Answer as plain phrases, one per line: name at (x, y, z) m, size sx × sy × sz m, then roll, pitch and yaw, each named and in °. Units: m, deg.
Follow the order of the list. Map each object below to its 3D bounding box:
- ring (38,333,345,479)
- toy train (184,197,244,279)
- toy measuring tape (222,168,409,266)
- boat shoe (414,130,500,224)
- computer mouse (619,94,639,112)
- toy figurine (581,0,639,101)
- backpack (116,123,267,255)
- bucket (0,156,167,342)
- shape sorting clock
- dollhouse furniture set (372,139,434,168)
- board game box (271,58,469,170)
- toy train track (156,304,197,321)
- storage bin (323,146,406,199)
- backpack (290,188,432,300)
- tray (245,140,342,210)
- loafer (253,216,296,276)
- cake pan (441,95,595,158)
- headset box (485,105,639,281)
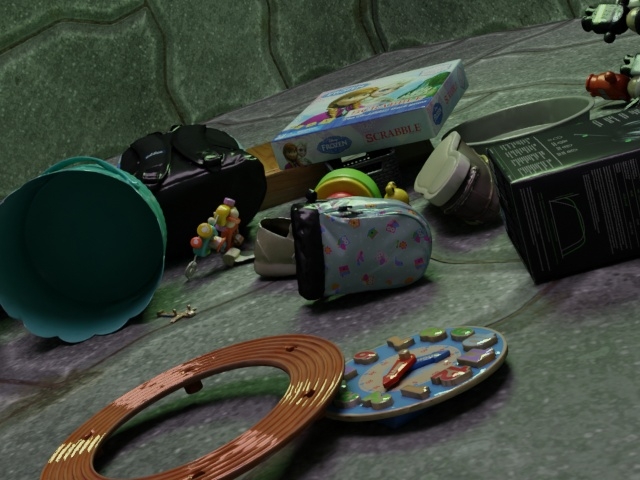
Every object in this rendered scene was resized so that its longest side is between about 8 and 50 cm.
ring at (-0.128, 0.191, 1.055) m, size 0.337 × 0.032 × 0.336 m, roll -20°, pitch 16°, yaw 6°
toy train at (-0.169, 0.001, 1.751) m, size 0.046 × 0.125 × 0.166 m, roll 22°, pitch 35°, yaw 13°
toy measuring tape at (-0.018, -0.045, 1.679) m, size 0.330 × 0.121 × 0.121 m, roll -13°, pitch 15°, yaw 16°
boat shoe at (0.223, -0.097, 1.636) m, size 0.116 × 0.097 × 0.324 m, roll -56°, pitch 6°, yaw 11°
computer mouse at (0.586, -0.224, 1.687) m, size 0.188 × 0.072 × 0.272 m, roll -50°, pitch 7°, yaw 12°
toy figurine at (0.630, -0.385, 2.024) m, size 0.209 × 0.213 × 0.148 m, roll -26°, pitch 26°, yaw -39°
backpack at (-0.263, -0.105, 1.976) m, size 0.290 × 0.273 × 0.355 m, roll -22°, pitch 37°, yaw -9°
bucket at (-0.371, 0.006, 1.614) m, size 0.281 × 0.281 × 0.183 m, roll -17°, pitch 11°, yaw 0°
shape sorting clock at (0.091, 0.131, 1.052) m, size 0.206 × 0.040 × 0.206 m, roll -15°, pitch 15°, yaw 4°
dollhouse furniture set at (0.176, -0.184, 2.145) m, size 0.144 × 0.123 × 0.151 m, roll -18°, pitch 49°, yaw -4°
board game box at (0.104, -0.250, 2.014) m, size 0.319 × 0.066 × 0.318 m, roll -10°, pitch 21°, yaw 23°
toy train track at (-0.219, 0.107, 1.542) m, size 0.083 × 0.014 × 0.048 m, roll -3°, pitch 20°, yaw 44°
storage bin at (0.079, -0.122, 1.914) m, size 0.122 × 0.084 × 0.180 m, roll -17°, pitch 15°, yaw -3°
backpack at (0.057, 0.010, 1.377) m, size 0.182 × 0.152 × 0.115 m, roll -6°, pitch 19°, yaw -7°
tray at (-0.085, -0.162, 2.270) m, size 0.203 × 0.076 × 0.411 m, roll -18°, pitch 14°, yaw -6°
loafer at (0.000, 0.000, 1.533) m, size 0.269 × 0.092 × 0.102 m, roll -7°, pitch 18°, yaw 34°
cake pan at (0.377, -0.206, 1.946) m, size 0.293 × 0.054 × 0.293 m, roll -16°, pitch 14°, yaw 4°
headset box at (0.376, -0.076, 1.314) m, size 0.283 × 0.131 × 0.246 m, roll -16°, pitch 14°, yaw 5°
